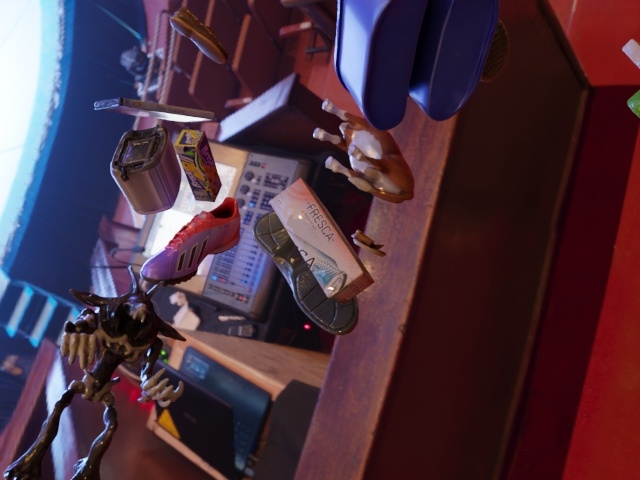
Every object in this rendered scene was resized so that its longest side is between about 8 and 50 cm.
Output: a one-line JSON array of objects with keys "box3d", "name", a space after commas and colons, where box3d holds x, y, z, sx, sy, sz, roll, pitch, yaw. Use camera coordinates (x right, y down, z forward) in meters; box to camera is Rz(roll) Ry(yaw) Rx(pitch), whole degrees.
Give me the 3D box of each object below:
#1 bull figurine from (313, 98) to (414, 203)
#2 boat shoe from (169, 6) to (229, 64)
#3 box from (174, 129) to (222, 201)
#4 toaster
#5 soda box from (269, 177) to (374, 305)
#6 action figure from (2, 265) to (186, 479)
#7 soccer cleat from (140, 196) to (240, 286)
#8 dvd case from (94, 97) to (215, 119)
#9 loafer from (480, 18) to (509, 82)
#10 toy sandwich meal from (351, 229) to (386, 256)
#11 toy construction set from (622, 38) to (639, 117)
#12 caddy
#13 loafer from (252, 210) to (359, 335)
[{"box3d": [0.089, -0.189, 1.148, 0.101, 0.188, 0.310, -58, 34, 24], "name": "bull figurine"}, {"box3d": [-0.365, -0.642, 1.755, 0.073, 0.207, 0.073, -17, 37, 59], "name": "boat shoe"}, {"box3d": [-0.273, -0.167, 1.273, 0.054, 0.169, 0.059, 5, 50, 11], "name": "box"}, {"box3d": [-0.415, -0.165, 1.364, 0.129, 0.146, 0.227, -11, 41, 4], "name": "toaster"}, {"box3d": [0.000, 0.000, 0.809, 0.063, 0.058, 0.183, -37, 63, 7], "name": "soda box"}, {"box3d": [-0.248, 0.158, 0.674, 0.141, 0.164, 0.275, -13, 53, 52], "name": "action figure"}, {"box3d": [-0.286, -0.003, 1.269, 0.109, 0.318, 0.116, 20, 119, 20], "name": "soccer cleat"}, {"box3d": [-0.428, -0.335, 1.458, 0.180, 0.253, 0.022, 12, 99, 49], "name": "dvd case"}, {"box3d": [0.280, -0.429, 1.107, 0.102, 0.268, 0.092, -42, 33, 3], "name": "loafer"}, {"box3d": [0.105, 0.006, 1.197, 0.085, 0.085, 0.029, 30, 95, 40], "name": "toy sandwich meal"}, {"box3d": [0.463, -0.171, 0.554, 0.309, 0.257, 0.237, 49, 122, 12], "name": "toy construction set"}, {"box3d": [0.152, -0.356, 0.966, 0.241, 0.341, 0.179, -12, 54, -13], "name": "caddy"}, {"box3d": [-0.017, 0.057, 0.966, 0.096, 0.084, 0.267, -37, 61, -4], "name": "loafer"}]
